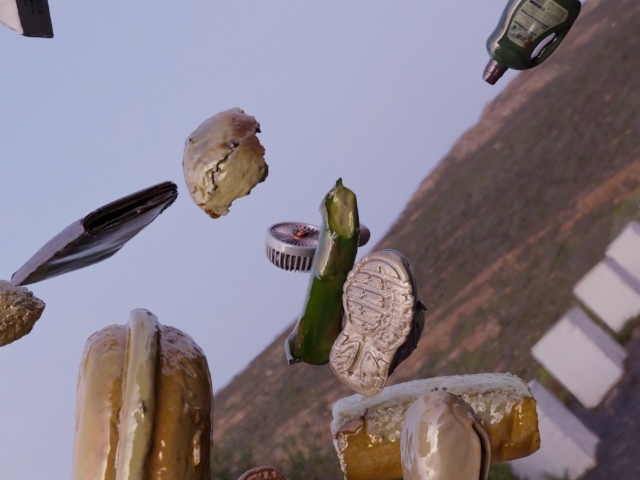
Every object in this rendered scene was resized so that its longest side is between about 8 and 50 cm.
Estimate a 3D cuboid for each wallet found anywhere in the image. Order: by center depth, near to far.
[{"bbox_3d":[-0.256,-0.003,1.034,0.137,0.031,0.255,-24,-1,-38],"label":"wallet"}]

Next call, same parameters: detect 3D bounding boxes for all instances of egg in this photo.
[{"bbox_3d":[-0.532,0.124,1.502,0.140,0.118,0.116,-36,-39,-35],"label":"egg"}]

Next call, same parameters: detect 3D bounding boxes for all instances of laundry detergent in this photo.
[{"bbox_3d":[0.400,-0.396,1.769,0.221,0.144,0.078,-59,28,20],"label":"laundry detergent"}]

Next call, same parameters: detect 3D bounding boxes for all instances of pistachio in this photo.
[{"bbox_3d":[0.199,0.347,1.439,0.152,0.223,0.126,-4,4,38],"label":"pistachio"}]

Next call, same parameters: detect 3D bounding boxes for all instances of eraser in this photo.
[{"bbox_3d":[-0.609,-0.568,1.775,0.077,0.352,0.111,-6,7,21],"label":"eraser"}]

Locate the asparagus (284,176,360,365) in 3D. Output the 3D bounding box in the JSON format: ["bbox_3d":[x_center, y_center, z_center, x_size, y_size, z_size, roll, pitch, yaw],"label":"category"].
[{"bbox_3d":[0.011,0.068,1.408,0.082,0.085,0.343,2,-59,-23],"label":"asparagus"}]

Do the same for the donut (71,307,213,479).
[{"bbox_3d":[-0.268,0.321,1.336,0.198,0.448,0.449,3,-26,-12],"label":"donut"}]

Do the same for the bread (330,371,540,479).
[{"bbox_3d":[0.206,0.348,1.712,0.375,0.165,0.236,-8,-1,0],"label":"bread"}]

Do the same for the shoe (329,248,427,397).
[{"bbox_3d":[0.077,0.086,1.004,0.092,0.089,0.180,-27,-42,-49],"label":"shoe"}]

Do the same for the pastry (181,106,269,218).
[{"bbox_3d":[-0.260,-0.196,2.219,0.170,0.256,0.237,21,-47,-37],"label":"pastry"}]

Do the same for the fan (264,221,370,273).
[{"bbox_3d":[0.000,0.000,1.756,0.244,0.130,0.074,-14,-59,-44],"label":"fan"}]

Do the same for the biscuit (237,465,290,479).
[{"bbox_3d":[-0.039,0.573,1.608,0.312,0.351,0.057,-5,-30,-7],"label":"biscuit"}]
